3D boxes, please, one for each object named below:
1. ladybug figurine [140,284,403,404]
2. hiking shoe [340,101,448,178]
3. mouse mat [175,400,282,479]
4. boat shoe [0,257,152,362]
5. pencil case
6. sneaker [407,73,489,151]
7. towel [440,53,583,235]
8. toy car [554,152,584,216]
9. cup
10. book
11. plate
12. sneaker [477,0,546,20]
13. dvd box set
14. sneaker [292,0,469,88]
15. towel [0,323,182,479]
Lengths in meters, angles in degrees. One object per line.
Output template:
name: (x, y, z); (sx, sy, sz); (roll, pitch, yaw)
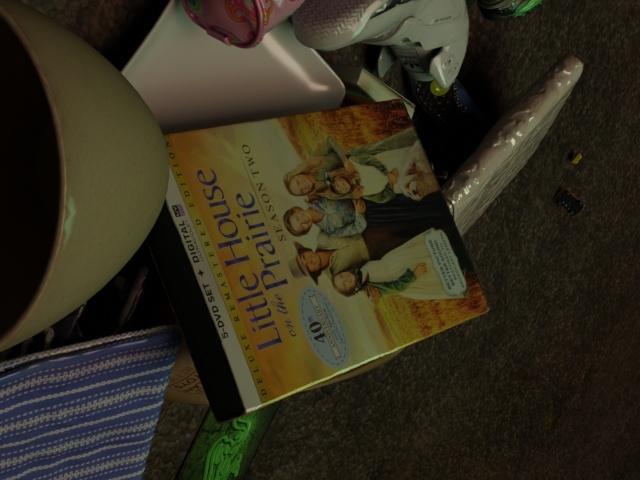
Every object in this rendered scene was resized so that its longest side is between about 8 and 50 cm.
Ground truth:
ladybug figurine: (-0.061, 0.106, 1.309); (0.449, 0.305, 0.162); (4, 62, -51)
hiking shoe: (0.075, -0.147, 1.374); (0.227, 0.114, 0.086); (36, 52, -27)
mouse mat: (-0.134, 0.296, 1.510); (0.152, 0.007, 0.190); (26, 91, -52)
boat shoe: (-0.326, 0.114, 1.068); (0.340, 0.158, 0.127); (-58, 141, -9)
pencil case: (-0.037, -0.333, 1.149); (0.284, 0.124, 0.124); (-49, 141, -38)
sneaker: (0.193, -0.230, 1.561); (0.069, 0.082, 0.209); (-33, 125, 15)
towel: (0.275, -0.115, 1.605); (0.332, 0.053, 0.317); (-48, 169, -18)
toy car: (0.515, -0.113, 1.988); (0.040, 0.060, 0.122); (-47, 159, -73)
cup: (-0.278, -0.066, 0.923); (0.237, 0.331, 0.331); (-9, 118, -59)
book: (0.054, -0.205, 1.376); (0.144, 0.096, 0.035); (26, 83, -53)
plate: (-0.111, -0.167, 1.178); (0.277, 0.045, 0.278); (44, 60, -34)
sneaker: (0.304, -0.496, 1.497); (0.146, 0.134, 0.344); (21, 85, -45)
dvd box set: (0.000, 0.000, 1.148); (0.420, 0.062, 0.308); (-15, 80, -44)
sneaker: (0.101, -0.285, 1.328); (0.366, 0.137, 0.210); (-44, 137, -40)
towel: (-0.289, 0.229, 1.112); (0.243, 0.040, 0.336); (-12, 142, -31)
